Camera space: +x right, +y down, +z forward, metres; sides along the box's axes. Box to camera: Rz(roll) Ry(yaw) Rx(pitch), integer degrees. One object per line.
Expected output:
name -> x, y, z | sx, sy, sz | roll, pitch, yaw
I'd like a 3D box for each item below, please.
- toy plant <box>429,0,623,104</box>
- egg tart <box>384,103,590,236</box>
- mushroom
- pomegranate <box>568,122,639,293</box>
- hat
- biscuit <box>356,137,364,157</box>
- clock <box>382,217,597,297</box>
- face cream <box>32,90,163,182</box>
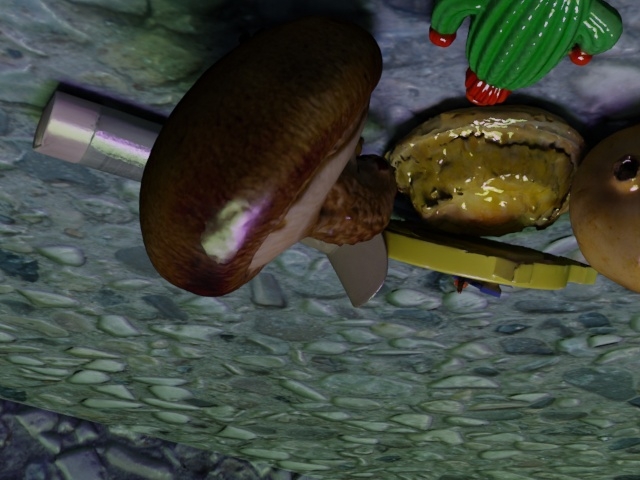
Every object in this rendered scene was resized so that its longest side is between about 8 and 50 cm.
toy plant -> 0.187, -0.211, 0.993 | 0.155, 0.088, 0.240 | 32, 156, -24
egg tart -> 0.205, -0.068, 1.262 | 0.291, 0.107, 0.291 | 3, 154, 2
mushroom -> -0.031, -0.080, 1.067 | 0.260, 0.345, 0.345 | 33, 151, -2
pomegranate -> 0.412, -0.034, 1.174 | 0.233, 0.233, 0.233 | 3, 155, 2
hat -> 0.000, 0.000, 1.303 | 0.144, 0.173, 0.166 | 5, 157, -25
biscuit -> -0.022, -0.099, 1.321 | 0.138, 0.031, 0.205 | 22, 148, -32
clock -> 0.203, 0.031, 1.352 | 0.277, 0.071, 0.293 | 5, -171, -44
face cream -> -0.227, -0.113, 1.269 | 0.269, 0.073, 0.107 | 16, 147, -24
